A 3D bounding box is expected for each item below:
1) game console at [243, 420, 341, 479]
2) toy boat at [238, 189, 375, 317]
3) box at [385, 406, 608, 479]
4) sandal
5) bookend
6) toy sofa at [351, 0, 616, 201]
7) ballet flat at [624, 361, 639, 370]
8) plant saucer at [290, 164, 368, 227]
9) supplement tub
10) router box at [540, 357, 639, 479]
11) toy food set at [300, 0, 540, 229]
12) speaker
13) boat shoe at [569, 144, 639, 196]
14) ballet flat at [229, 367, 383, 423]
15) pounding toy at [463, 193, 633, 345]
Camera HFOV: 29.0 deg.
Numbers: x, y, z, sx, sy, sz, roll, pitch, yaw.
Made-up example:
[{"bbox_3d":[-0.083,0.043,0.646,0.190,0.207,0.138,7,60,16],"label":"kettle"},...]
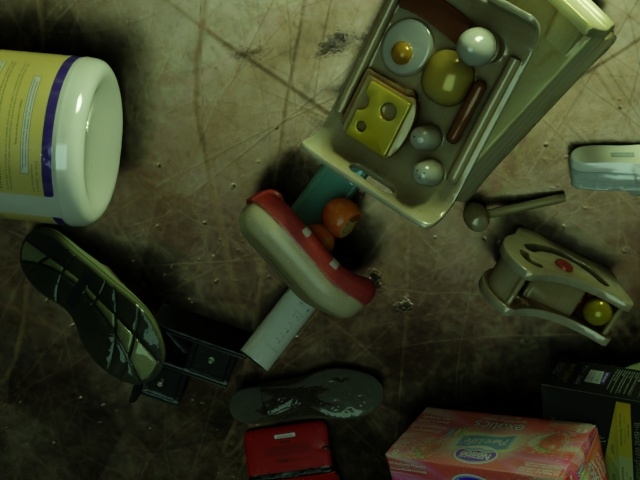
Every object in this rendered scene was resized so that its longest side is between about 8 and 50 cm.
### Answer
[{"bbox_3d":[-0.043,0.366,2.048,0.144,0.085,0.124,-10,81,12],"label":"game console"},{"bbox_3d":[0.000,0.000,1.807,0.151,0.151,0.231,-43,99,-10],"label":"toy boat"},{"bbox_3d":[0.269,0.361,1.871,0.300,0.142,0.154,1,117,37],"label":"box"},{"bbox_3d":[-0.340,0.090,1.913,0.303,0.086,0.120,47,108,14],"label":"sandal"},{"bbox_3d":[-0.206,0.203,1.966,0.156,0.072,0.157,20,115,-2],"label":"bookend"},{"bbox_3d":[0.225,-0.210,1.700,0.150,0.177,0.362,47,114,14],"label":"toy sofa"},{"bbox_3d":[0.560,0.273,1.892,0.086,0.086,0.248,-40,102,21],"label":"ballet flat"},{"bbox_3d":[0.004,-0.060,1.851,0.067,0.018,0.192,34,115,-7],"label":"plant saucer"},{"bbox_3d":[-0.468,-0.152,1.754,0.331,0.241,0.241,6,114,5],"label":"supplement tub"},{"bbox_3d":[0.470,0.340,1.872,0.243,0.081,0.309,8,122,30],"label":"router box"},{"bbox_3d":[0.121,-0.200,1.603,0.219,0.092,0.306,34,109,20],"label":"toy food set"},{"bbox_3d":[-0.062,0.133,1.889,0.055,0.055,0.136,39,80,-10],"label":"speaker"},{"bbox_3d":[0.445,-0.093,1.752,0.184,0.066,0.063,0,128,5],"label":"boat shoe"},{"bbox_3d":[-0.022,0.254,1.978,0.249,0.058,0.084,-9,77,6],"label":"ballet flat"},{"bbox_3d":[0.328,0.030,1.770,0.269,0.154,0.155,26,115,-4],"label":"pounding toy"}]
